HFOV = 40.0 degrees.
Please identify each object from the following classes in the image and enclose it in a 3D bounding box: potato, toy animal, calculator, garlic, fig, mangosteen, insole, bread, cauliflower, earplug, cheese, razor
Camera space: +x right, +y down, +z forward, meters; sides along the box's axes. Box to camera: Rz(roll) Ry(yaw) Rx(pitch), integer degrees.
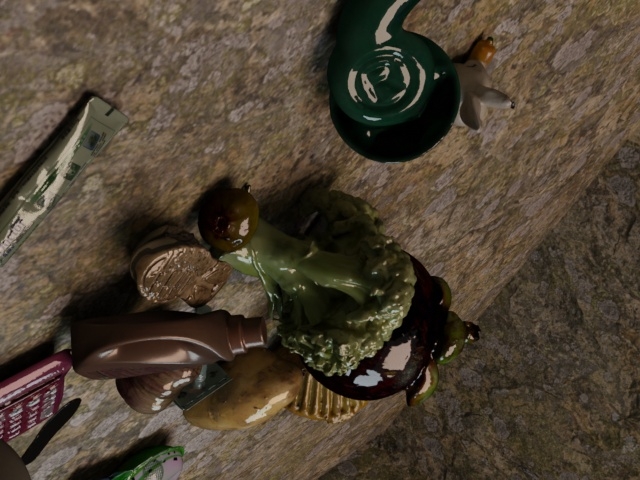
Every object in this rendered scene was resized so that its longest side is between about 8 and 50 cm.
[{"bbox_3d":[-0.144,0.270,1.617,0.235,0.128,0.161,-15,-156,35],"label":"potato"},{"bbox_3d":[0.247,-0.233,1.373,0.131,0.127,0.181,-37,172,-1],"label":"toy animal"},{"bbox_3d":[-0.393,0.210,1.152,0.127,0.034,0.190,-30,163,-36],"label":"calculator"},{"bbox_3d":[-0.237,0.177,1.271,0.159,0.102,0.147,-31,-152,47],"label":"garlic"},{"bbox_3d":[-0.115,-0.030,1.148,0.098,0.082,0.084,-36,131,-71],"label":"fig"},{"bbox_3d":[0.099,0.146,1.588,0.311,0.311,0.311,-38,160,-16],"label":"mangosteen"},{"bbox_3d":[-0.411,0.292,1.331,0.152,0.002,0.053,-51,160,19],"label":"insole"},{"bbox_3d":[0.001,0.262,1.795,0.240,0.240,0.139,-27,126,-40],"label":"bread"},{"bbox_3d":[0.010,0.038,1.302,0.260,0.327,0.281,-50,121,-27],"label":"cauliflower"},{"bbox_3d":[0.099,-0.225,1.100,0.280,0.164,0.257,20,79,-82],"label":"earplug"},{"bbox_3d":[-0.364,0.467,1.672,0.204,0.083,0.320,-48,161,12],"label":"cheese"},{"bbox_3d":[-0.198,0.181,1.462,0.106,0.068,0.232,-32,152,-33],"label":"razor"}]

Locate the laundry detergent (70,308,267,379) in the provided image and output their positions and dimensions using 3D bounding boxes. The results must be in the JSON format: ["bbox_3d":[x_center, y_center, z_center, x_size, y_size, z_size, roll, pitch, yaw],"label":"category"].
[{"bbox_3d":[-0.196,0.127,1.122,0.237,0.076,0.171,-8,166,7],"label":"laundry detergent"}]

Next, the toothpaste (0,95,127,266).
[{"bbox_3d":[-0.271,-0.048,0.846,0.218,0.041,0.064,-49,155,3],"label":"toothpaste"}]

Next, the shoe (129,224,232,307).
[{"bbox_3d":[-0.184,0.021,1.090,0.089,0.092,0.180,-50,157,6],"label":"shoe"}]

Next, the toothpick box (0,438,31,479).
[{"bbox_3d":[-0.465,0.342,1.045,0.229,0.229,0.316,-16,145,-54],"label":"toothpick box"}]

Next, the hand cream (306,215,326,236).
[{"bbox_3d":[0.000,0.000,1.473,0.170,0.065,0.043,-56,-171,28],"label":"hand cream"}]
